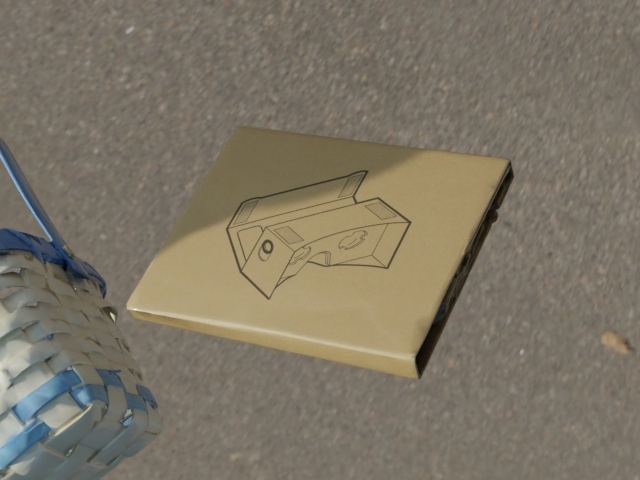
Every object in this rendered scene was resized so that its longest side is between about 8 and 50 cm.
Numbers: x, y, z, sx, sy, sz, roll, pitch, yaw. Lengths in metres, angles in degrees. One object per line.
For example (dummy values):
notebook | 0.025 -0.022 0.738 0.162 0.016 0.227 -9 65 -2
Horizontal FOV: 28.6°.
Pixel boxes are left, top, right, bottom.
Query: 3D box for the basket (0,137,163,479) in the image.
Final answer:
basket | -0.276 0.084 0.906 0.255 0.201 0.289 -40 72 3

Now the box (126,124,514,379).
box | 0.000 0.000 0.787 0.201 0.164 0.021 10 142 27
